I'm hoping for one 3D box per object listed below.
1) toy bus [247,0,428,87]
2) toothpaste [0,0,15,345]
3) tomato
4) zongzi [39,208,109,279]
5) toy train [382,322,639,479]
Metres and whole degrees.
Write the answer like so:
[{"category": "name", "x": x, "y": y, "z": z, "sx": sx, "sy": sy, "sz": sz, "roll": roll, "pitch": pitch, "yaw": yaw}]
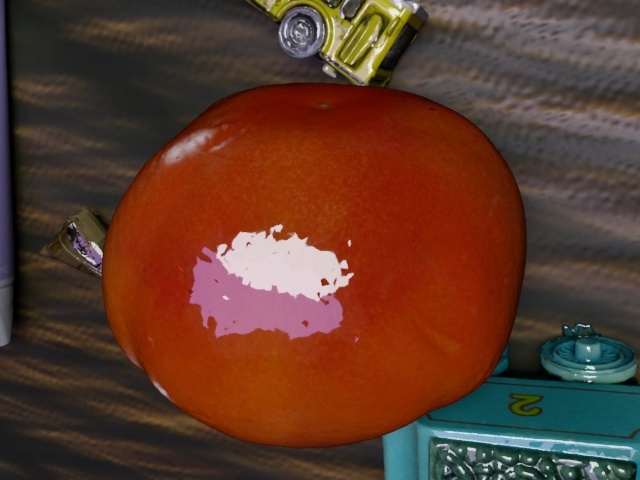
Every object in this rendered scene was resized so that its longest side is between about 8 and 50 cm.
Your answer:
[{"category": "toy bus", "x": -0.035, "y": -0.191, "z": 0.466, "sx": 0.226, "sy": 0.081, "sz": 0.074, "roll": 40, "pitch": 107, "yaw": 7}, {"category": "toothpaste", "x": -0.314, "y": -0.091, "z": 0.587, "sx": 0.125, "sy": 0.080, "sz": 0.371, "roll": 4, "pitch": 97, "yaw": 19}, {"category": "tomato", "x": -0.001, "y": 0.002, "z": 0.413, "sx": 0.259, "sy": 0.260, "sz": 0.180, "roll": 7, "pitch": 120, "yaw": 15}, {"category": "zongzi", "x": -0.205, "y": 0.020, "z": 0.597, "sx": 0.083, "sy": 0.040, "sz": 0.076, "roll": -34, "pitch": 100, "yaw": 34}, {"category": "toy train", "x": 0.138, "y": 0.135, "z": 0.456, "sx": 0.203, "sy": 0.163, "sz": 0.112, "roll": -2, "pitch": 103, "yaw": 17}]
